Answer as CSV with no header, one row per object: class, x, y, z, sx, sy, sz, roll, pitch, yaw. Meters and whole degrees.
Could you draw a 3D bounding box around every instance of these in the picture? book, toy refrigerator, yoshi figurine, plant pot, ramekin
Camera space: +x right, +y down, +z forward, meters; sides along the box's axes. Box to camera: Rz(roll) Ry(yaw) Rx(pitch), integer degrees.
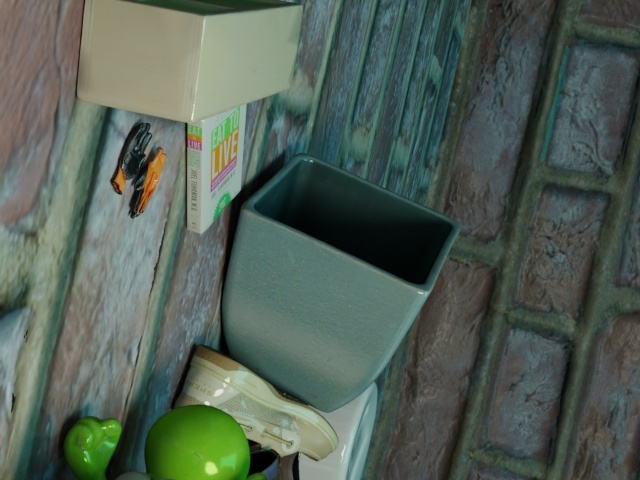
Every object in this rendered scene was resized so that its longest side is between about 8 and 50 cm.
book,-0.116,-0.092,1.171,0.096,0.035,0.144,-56,158,-49
toy refrigerator,-0.104,-0.175,0.961,0.269,0.102,0.094,-41,143,-69
yoshi figurine,-0.131,0.238,1.022,0.362,0.203,0.203,165,-95,-79
plant pot,0.009,0.073,1.433,0.248,0.247,0.252,-52,164,-63
ramekin,0.008,0.351,1.934,0.277,0.135,0.277,13,90,-78

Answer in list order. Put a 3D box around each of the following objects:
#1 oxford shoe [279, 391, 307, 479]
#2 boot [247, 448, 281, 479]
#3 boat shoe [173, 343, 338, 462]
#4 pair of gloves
oxford shoe,-0.045,0.261,1.683,0.097,0.098,0.271,-23,126,-75
boot,-0.132,0.312,1.274,0.219,0.082,0.106,-7,109,-44
boat shoe,-0.081,0.231,1.377,0.098,0.109,0.302,-62,143,-13
pair of gloves,-0.167,-0.064,1.004,0.083,0.010,0.074,72,34,-62
